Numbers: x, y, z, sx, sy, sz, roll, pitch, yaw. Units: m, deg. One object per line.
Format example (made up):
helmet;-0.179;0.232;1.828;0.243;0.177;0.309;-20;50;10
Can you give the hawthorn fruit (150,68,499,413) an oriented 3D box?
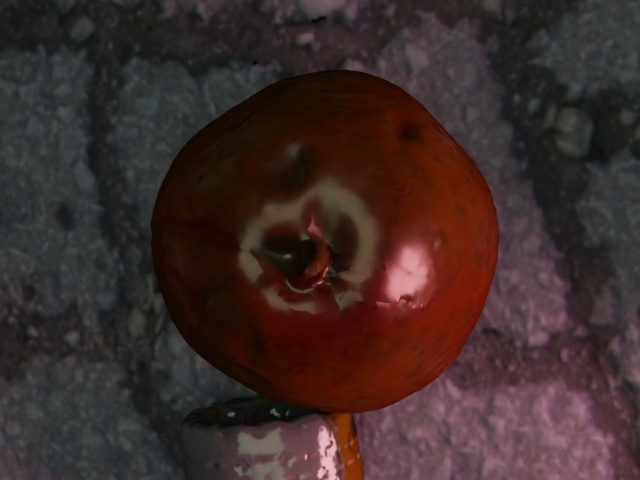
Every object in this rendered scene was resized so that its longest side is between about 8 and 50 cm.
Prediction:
hawthorn fruit;0.000;0.000;0.757;0.277;0.298;0.277;0;94;6

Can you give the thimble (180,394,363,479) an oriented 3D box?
thimble;-0.039;0.198;0.851;0.151;0.127;0.118;-7;91;6
